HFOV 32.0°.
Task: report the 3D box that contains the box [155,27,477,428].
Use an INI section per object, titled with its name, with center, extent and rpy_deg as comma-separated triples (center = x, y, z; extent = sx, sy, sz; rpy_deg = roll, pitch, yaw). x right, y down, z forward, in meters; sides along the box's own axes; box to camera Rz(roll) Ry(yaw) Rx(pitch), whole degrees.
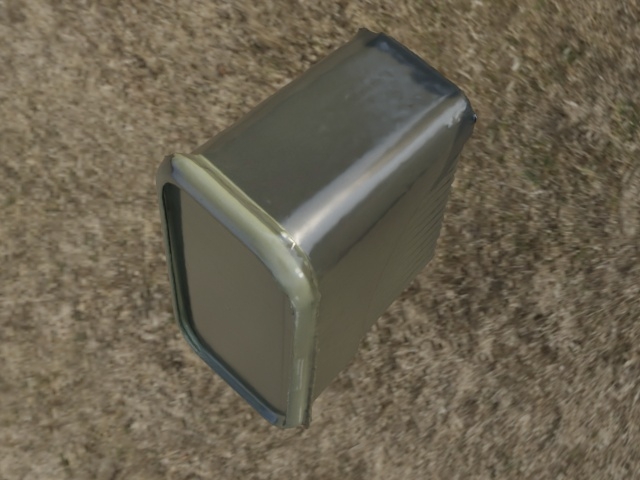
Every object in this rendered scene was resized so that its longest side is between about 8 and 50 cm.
[box]
center = 0.000, 0.000, 0.765
extent = 0.138, 0.274, 0.178
rpy_deg = 42, 68, 17
